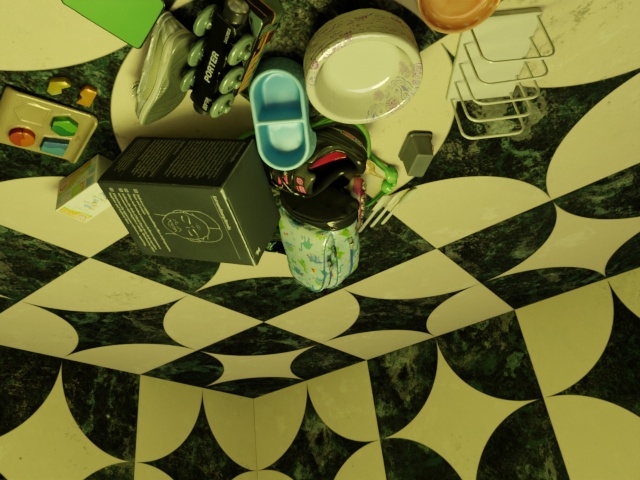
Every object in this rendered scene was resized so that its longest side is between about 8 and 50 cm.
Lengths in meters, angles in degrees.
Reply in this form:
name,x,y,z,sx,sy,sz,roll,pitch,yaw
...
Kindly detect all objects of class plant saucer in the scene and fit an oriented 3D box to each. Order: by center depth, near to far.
name,x,y,z,sx,sy,sz,roll,pitch,yaw
plant saucer,0.319,-0.573,1.239,0.200,0.037,0.200,-3,142,-2

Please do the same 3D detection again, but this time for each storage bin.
name,x,y,z,sx,sy,sz,roll,pitch,yaw
storage bin,0.313,-0.268,1.711,0.098,0.091,0.135,0,149,-12

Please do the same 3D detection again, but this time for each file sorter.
name,x,y,z,sx,sy,sz,roll,pitch,yaw
file sorter,0.462,-0.424,1.407,0.193,0.173,0.277,-7,149,-2

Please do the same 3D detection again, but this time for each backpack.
name,x,y,z,sx,sy,sz,roll,pitch,yaw
backpack,0.000,0.000,1.816,0.290,0.273,0.355,27,157,30

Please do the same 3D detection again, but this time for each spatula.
name,x,y,z,sx,sy,sz,roll,pitch,yaw
spatula,0.239,-0.107,1.982,0.168,0.019,0.242,-19,158,-33

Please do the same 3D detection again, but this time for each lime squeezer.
name,x,y,z,sx,sy,sz,roll,pitch,yaw
lime squeezer,0.208,-0.197,1.839,0.110,0.058,0.310,-9,150,1

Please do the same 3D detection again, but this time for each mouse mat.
name,x,y,z,sx,sy,sz,roll,pitch,yaw
mouse mat,-0.451,-0.517,1.175,0.190,0.007,0.153,29,135,-26

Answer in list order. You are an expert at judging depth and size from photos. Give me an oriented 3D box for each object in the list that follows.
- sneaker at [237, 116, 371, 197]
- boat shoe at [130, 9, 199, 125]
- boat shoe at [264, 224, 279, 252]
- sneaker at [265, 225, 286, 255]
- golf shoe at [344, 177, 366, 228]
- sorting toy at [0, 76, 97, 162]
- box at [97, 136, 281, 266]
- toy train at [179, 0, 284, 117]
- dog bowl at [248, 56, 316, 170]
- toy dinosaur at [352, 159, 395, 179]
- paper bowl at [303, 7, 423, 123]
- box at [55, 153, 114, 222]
name,x,y,z,sx,sy,sz,roll,pitch,yaw
sneaker,-0.088,-0.224,1.585,0.483,0.202,0.185,-14,148,10
boat shoe,-0.392,-0.407,1.327,0.118,0.103,0.320,-35,173,-39
boat shoe,-0.139,-0.022,2.049,0.226,0.083,0.076,-22,174,22
sneaker,-0.204,-0.027,1.925,0.267,0.106,0.101,20,126,-6
golf shoe,0.085,-0.125,1.852,0.140,0.115,0.306,9,158,3
sorting toy,-0.724,-0.322,1.439,0.229,0.041,0.307,17,141,-35
box,-0.356,-0.113,1.526,0.396,0.212,0.293,6,138,21
toy train,-0.205,-0.428,1.247,0.142,0.190,0.334,41,143,1
dog bowl,-0.102,-0.320,1.415,0.166,0.074,0.297,-3,119,5
toy dinosaur,0.147,-0.230,1.734,0.183,0.053,0.093,39,151,-25
paper bowl,0.098,-0.435,1.331,0.284,0.148,0.284,-6,150,-3
box,-0.700,-0.154,1.650,0.203,0.114,0.103,-26,146,26
